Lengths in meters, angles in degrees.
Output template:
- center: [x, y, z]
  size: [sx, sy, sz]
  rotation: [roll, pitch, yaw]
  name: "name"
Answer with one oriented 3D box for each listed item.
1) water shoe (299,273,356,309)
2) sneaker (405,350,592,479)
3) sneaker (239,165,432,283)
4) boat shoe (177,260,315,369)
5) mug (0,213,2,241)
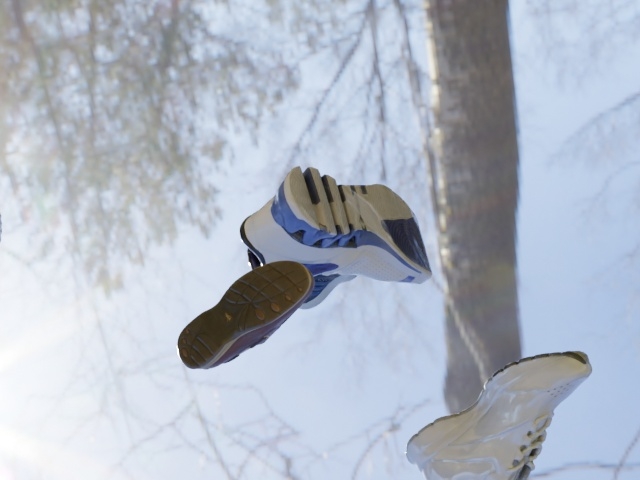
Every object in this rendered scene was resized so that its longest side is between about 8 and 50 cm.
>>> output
- center: [-0.006, 0.042, 1.984]
  size: [0.203, 0.080, 0.073]
  rotation: [-39, -152, 50]
  name: "water shoe"
- center: [0.245, 0.246, 1.623]
  size: [0.111, 0.297, 0.129]
  rotation: [6, -132, -46]
  name: "sneaker"
- center: [-0.001, 0.000, 1.775]
  size: [0.182, 0.127, 0.316]
  rotation: [-29, 149, 32]
  name: "sneaker"
- center: [-0.075, 0.081, 1.364]
  size: [0.178, 0.064, 0.060]
  rotation: [-36, 154, 20]
  name: "boat shoe"
- center: [-0.565, 0.029, 1.734]
  size: [0.276, 0.374, 0.328]
  rotation: [-21, -171, -29]
  name: "mug"
